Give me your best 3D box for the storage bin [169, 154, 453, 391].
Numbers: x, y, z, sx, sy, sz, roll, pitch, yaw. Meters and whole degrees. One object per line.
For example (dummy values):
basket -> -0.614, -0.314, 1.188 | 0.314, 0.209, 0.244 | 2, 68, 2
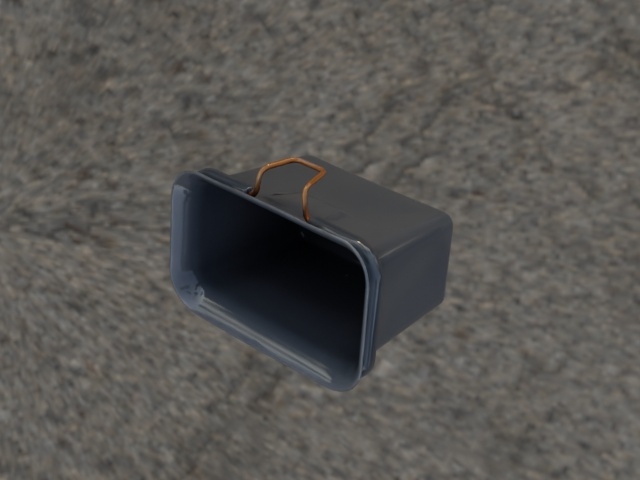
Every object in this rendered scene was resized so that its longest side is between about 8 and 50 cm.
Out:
storage bin -> 0.000, 0.000, 0.730 | 0.091, 0.135, 0.098 | -26, 130, -44
